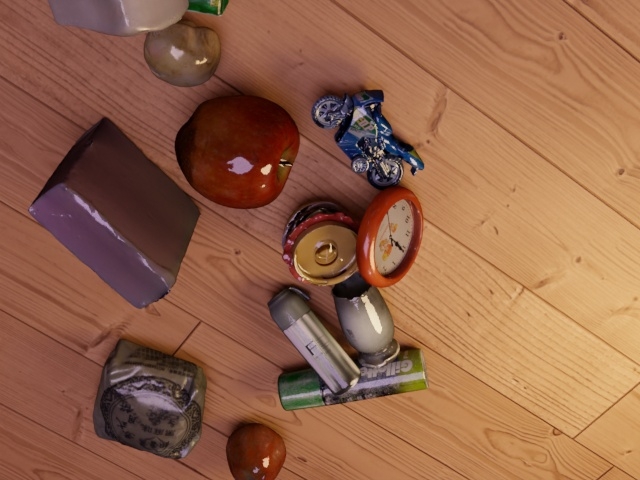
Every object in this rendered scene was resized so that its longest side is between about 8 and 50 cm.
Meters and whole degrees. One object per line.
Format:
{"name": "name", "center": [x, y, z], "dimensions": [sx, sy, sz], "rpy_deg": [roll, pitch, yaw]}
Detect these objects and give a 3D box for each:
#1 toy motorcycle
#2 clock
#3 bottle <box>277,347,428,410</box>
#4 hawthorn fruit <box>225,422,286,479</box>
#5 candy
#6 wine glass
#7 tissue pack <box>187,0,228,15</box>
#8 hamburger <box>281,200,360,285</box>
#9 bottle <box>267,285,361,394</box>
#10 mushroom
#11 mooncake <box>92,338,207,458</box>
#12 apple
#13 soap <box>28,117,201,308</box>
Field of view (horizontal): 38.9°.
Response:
{"name": "toy motorcycle", "center": [0.099, -0.202, 1.728], "dimensions": [0.135, 0.092, 0.254], "rpy_deg": [-38, 121, 12]}
{"name": "clock", "center": [0.136, -0.007, 1.789], "dimensions": [0.051, 0.205, 0.205], "rpy_deg": [18, 128, 36]}
{"name": "bottle", "center": [0.072, 0.314, 2.025], "dimensions": [0.330, 0.093, 0.093], "rpy_deg": [-11, 119, 9]}
{"name": "hawthorn fruit", "center": [-0.144, 0.520, 2.114], "dimensions": [0.149, 0.189, 0.149], "rpy_deg": [-14, 144, -10]}
{"name": "candy", "center": [-0.362, -0.508, 1.428], "dimensions": [0.208, 0.145, 0.359], "rpy_deg": [10, 125, 35]}
{"name": "wine glass", "center": [0.097, 0.172, 1.930], "dimensions": [0.111, 0.111, 0.204], "rpy_deg": [-15, 121, 11]}
{"name": "tissue pack", "center": [-0.227, -0.494, 1.532], "dimensions": [0.148, 0.156, 0.209], "rpy_deg": [10, 121, -1]}
{"name": "hamburger", "center": [-0.003, -0.001, 1.816], "dimensions": [0.175, 0.137, 0.175], "rpy_deg": [-9, 121, -16]}
{"name": "bottle", "center": [-0.010, 0.211, 1.943], "dimensions": [0.096, 0.079, 0.254], "rpy_deg": [-40, 90, -12]}
{"name": "mushroom", "center": [-0.250, -0.342, 1.645], "dimensions": [0.148, 0.112, 0.148], "rpy_deg": [6, 156, 2]}
{"name": "mooncake", "center": [-0.384, 0.367, 2.054], "dimensions": [0.254, 0.136, 0.250], "rpy_deg": [13, 124, -5]}
{"name": "apple", "center": [-0.158, -0.170, 1.685], "dimensions": [0.229, 0.230, 0.230], "rpy_deg": [1, 120, 2]}
{"name": "soap", "center": [-0.373, -0.057, 1.715], "dimensions": [0.107, 0.296, 0.285], "rpy_deg": [-36, 111, 24]}
